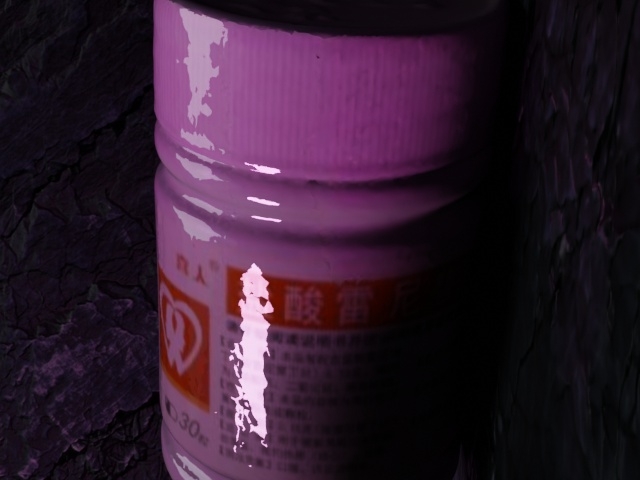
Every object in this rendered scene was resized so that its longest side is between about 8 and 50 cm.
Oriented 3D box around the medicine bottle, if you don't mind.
[{"bbox_3d":[0.000,0.000,0.654,0.202,0.202,0.316,-89,1,-64],"label":"medicine bottle"}]
